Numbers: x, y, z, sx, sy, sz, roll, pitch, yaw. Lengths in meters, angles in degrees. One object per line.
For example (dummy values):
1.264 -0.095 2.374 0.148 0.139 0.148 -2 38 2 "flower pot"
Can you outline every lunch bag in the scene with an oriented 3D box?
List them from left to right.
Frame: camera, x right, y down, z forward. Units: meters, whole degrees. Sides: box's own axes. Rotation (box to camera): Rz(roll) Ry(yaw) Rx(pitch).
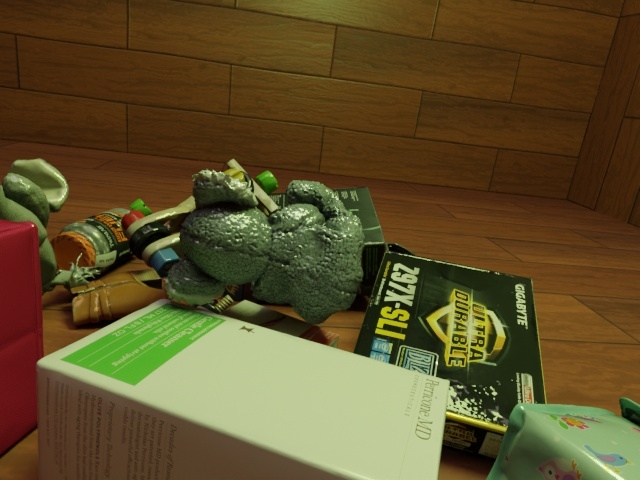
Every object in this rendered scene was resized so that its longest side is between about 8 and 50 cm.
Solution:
0.326 0.265 0.434 0.262 0.160 0.223 11 11 -27 "lunch bag"

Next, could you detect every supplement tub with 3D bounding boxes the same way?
-0.466 0.005 0.983 0.117 0.117 0.190 10 18 7 "supplement tub"

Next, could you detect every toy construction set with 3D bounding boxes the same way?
-0.186 -0.024 0.799 0.237 0.257 0.309 -42 42 -14 "toy construction set"

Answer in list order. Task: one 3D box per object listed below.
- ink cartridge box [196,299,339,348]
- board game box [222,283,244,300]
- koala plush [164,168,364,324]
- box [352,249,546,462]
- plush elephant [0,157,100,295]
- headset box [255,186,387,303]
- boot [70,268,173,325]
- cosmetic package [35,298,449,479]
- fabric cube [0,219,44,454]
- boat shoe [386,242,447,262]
-0.082 0.159 0.655 0.198 0.115 0.067 16 19 24 "ink cartridge box"
-0.188 0.005 1.021 0.042 0.165 0.243 4 18 -13 "board game box"
-0.076 0.008 0.602 0.221 0.196 0.203 17 11 -27 "koala plush"
0.192 0.154 0.711 0.257 0.079 0.322 10 36 14 "box"
-0.562 -0.018 0.778 0.255 0.272 0.330 38 3 25 "plush elephant"
0.000 0.000 1.004 0.283 0.131 0.246 -5 33 -2 "headset box"
-0.332 0.117 0.787 0.152 0.073 0.197 -11 25 -29 "boot"
-0.069 0.199 0.476 0.366 0.155 0.197 11 15 15 "cosmetic package"
-0.454 0.108 0.424 0.254 0.259 0.258 10 17 11 "fabric cube"
0.205 0.099 0.943 0.132 0.130 0.355 -2 20 -28 "boat shoe"
